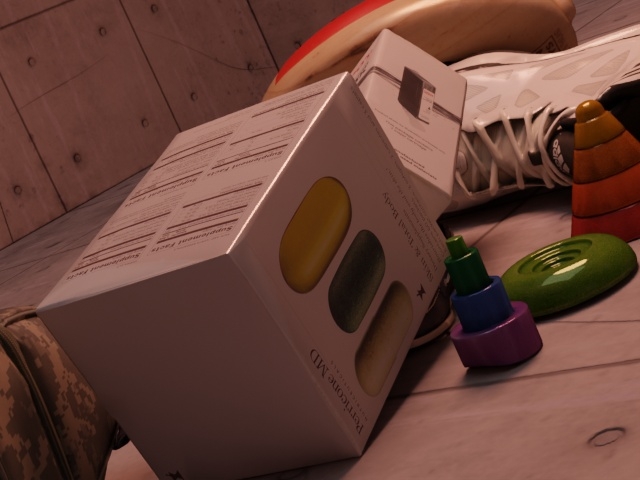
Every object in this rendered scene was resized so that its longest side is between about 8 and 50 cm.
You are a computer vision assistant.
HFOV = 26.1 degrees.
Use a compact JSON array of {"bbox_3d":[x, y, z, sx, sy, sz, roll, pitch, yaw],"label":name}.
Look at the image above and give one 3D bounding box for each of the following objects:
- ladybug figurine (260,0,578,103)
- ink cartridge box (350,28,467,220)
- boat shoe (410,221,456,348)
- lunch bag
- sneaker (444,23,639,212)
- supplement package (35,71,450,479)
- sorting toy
[{"bbox_3d":[0.110,-0.198,1.736,0.449,0.305,0.162,-26,50,14],"label":"ladybug figurine"},{"bbox_3d":[0.043,-0.065,1.389,0.197,0.114,0.273,-52,10,29],"label":"ink cartridge box"},{"bbox_3d":[0.088,0.042,1.271,0.075,0.065,0.206,-16,15,26],"label":"boat shoe"},{"bbox_3d":[-0.327,0.177,1.130,0.305,0.213,0.256,-21,12,14],"label":"lunch bag"},{"bbox_3d":[0.219,-0.119,1.481,0.447,0.169,0.257,-18,10,18],"label":"sneaker"},{"bbox_3d":[-0.049,0.033,1.128,0.198,0.199,0.263,-17,27,33],"label":"supplement package"},{"bbox_3d":[0.200,-0.023,1.187,0.127,0.126,0.365,-15,14,40],"label":"sorting toy"}]
